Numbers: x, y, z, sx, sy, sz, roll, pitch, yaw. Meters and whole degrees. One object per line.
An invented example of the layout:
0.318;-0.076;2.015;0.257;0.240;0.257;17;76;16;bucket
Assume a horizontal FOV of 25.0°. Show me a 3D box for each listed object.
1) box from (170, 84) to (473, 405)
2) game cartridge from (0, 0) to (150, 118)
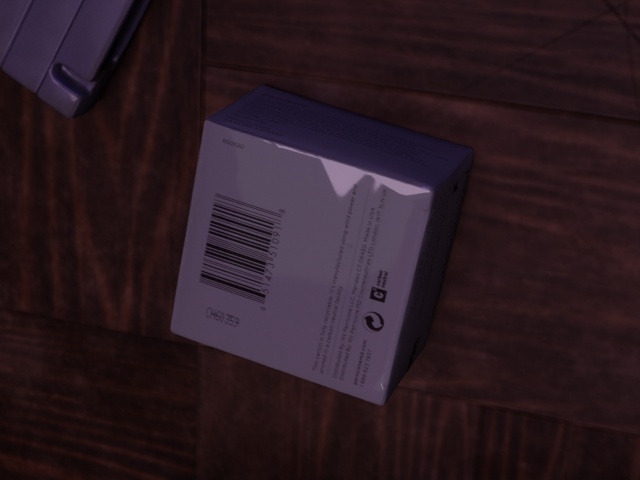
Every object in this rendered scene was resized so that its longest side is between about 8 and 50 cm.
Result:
0.000;0.000;1.093;0.182;0.119;0.181;18;114;14;box
-0.196;-0.298;1.095;0.230;0.068;0.355;38;118;9;game cartridge
